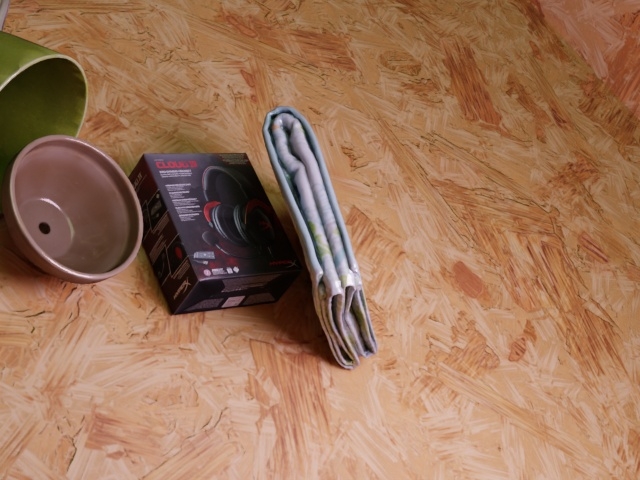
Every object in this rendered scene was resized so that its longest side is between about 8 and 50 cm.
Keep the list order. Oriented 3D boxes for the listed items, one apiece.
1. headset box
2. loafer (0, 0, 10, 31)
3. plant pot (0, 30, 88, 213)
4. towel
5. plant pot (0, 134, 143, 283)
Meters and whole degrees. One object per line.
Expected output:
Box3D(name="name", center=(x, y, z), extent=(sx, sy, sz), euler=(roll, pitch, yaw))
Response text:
Box3D(name="headset box", center=(-0.193, -0.031, 1.750), extent=(0.218, 0.110, 0.293), euler=(-4, 56, -39))
Box3D(name="loafer", center=(-0.602, -0.375, 1.771), extent=(0.092, 0.102, 0.268), euler=(17, 45, -32))
Box3D(name="plant pot", center=(-0.564, -0.228, 1.575), extent=(0.293, 0.274, 0.275), euler=(31, 39, 14))
Box3D(name="towel", center=(0.000, 0.000, 1.743), extent=(0.090, 0.320, 0.374), euler=(-16, 58, -1))
Box3D(name="plant pot", center=(-0.401, -0.034, 1.578), extent=(0.237, 0.110, 0.237), euler=(27, 50, -37))
